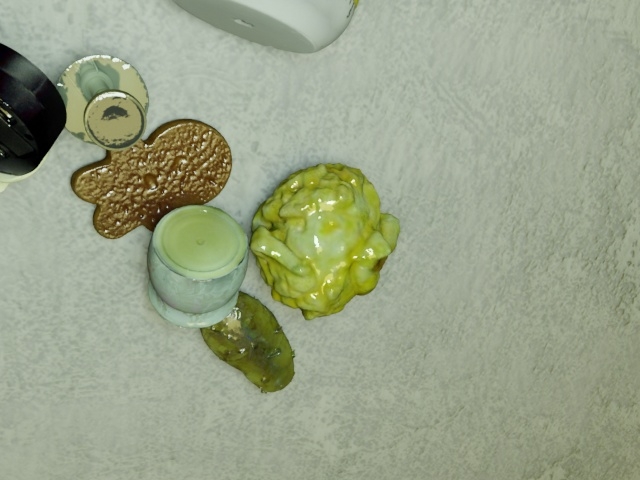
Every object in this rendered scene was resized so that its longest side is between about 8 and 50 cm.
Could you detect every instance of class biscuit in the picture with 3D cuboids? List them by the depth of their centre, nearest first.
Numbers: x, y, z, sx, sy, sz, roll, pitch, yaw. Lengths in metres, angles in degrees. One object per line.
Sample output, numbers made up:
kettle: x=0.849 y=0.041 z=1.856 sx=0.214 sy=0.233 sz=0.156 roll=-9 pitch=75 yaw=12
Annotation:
biscuit: x=-0.246 y=-0.095 z=1.071 sx=0.236 sy=0.039 sz=0.179 roll=-24 pitch=118 yaw=-11

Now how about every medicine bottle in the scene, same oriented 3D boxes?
medicine bottle: x=-0.186 y=0.041 z=1.069 sx=0.148 sy=0.147 sz=0.143 roll=-5 pitch=146 yaw=-20

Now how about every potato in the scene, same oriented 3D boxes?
potato: x=-0.118 y=0.172 z=1.207 sx=0.117 sy=0.090 sz=0.225 roll=-38 pitch=119 yaw=-3

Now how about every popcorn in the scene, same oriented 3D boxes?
popcorn: x=0.000 y=0.000 z=1.127 sx=0.255 sy=0.195 sz=0.256 roll=12 pitch=88 yaw=-31

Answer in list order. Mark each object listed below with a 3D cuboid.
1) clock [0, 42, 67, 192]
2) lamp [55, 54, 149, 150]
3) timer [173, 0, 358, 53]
clock: x=-0.484 y=-0.206 z=0.815 sx=0.379 sy=0.277 sz=0.120 roll=48 pitch=46 yaw=-32
lamp: x=-0.280 y=-0.176 z=0.920 sx=0.121 sy=0.214 sz=0.121 roll=-9 pitch=117 yaw=-19
timer: x=-0.055 y=-0.401 z=0.898 sx=0.285 sy=0.285 sz=0.285 roll=-8 pitch=115 yaw=-19
